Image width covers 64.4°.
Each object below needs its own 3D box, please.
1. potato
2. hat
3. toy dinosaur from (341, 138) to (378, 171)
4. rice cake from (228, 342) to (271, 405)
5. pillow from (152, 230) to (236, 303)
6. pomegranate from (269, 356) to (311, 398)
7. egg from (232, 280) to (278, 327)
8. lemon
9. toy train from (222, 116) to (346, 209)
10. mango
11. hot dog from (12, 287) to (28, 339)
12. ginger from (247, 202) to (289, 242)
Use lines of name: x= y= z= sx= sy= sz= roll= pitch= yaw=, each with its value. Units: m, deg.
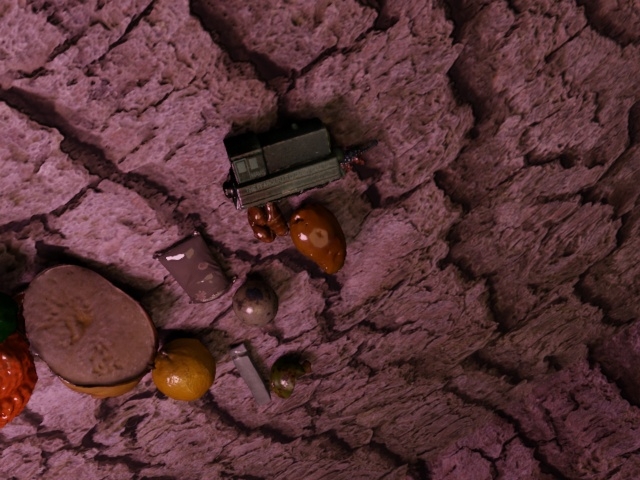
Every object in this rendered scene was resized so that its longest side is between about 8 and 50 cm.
potato: x=-0.665 y=0.289 z=1.407 sx=0.397 sy=0.290 sz=0.296 roll=35 pitch=138 yaw=-24
hat: x=-0.830 y=0.290 z=1.295 sx=0.285 sy=0.285 sz=0.400 roll=28 pitch=118 yaw=-36
toy dinosaur: x=0.093 y=-0.235 z=1.410 sx=0.154 sy=0.049 sz=0.055 roll=-30 pitch=129 yaw=9
rice cake: x=-0.250 y=0.488 z=1.843 sx=0.066 sy=0.063 sz=0.337 roll=-22 pitch=132 yaw=-8
pillow: x=-0.362 y=0.097 z=1.488 sx=0.169 sy=0.059 sz=0.255 roll=-25 pitch=133 yaw=2
pomegranate: x=-0.119 y=0.483 z=1.860 sx=0.169 sy=0.122 sz=0.143 roll=-45 pitch=173 yaw=-30
egg: x=-0.199 y=0.200 z=1.583 sx=0.141 sy=0.141 sz=0.182 roll=-22 pitch=149 yaw=-4
lemon: x=-0.434 y=0.410 z=1.621 sx=0.192 sy=0.192 sz=0.231 roll=-27 pitch=134 yaw=0
toy train: x=-0.100 y=-0.203 z=1.303 sx=0.330 sy=0.139 sz=0.178 roll=-19 pitch=127 yaw=-8
mango: x=0.000 y=0.000 z=1.492 sx=0.156 sy=0.151 sz=0.249 roll=-49 pitch=135 yaw=-27
hot dog: x=-0.796 y=0.207 z=1.403 sx=0.099 sy=0.053 sz=0.192 roll=-7 pitch=131 yaw=-24
ginger: x=-0.158 y=-0.063 z=1.435 sx=0.103 sy=0.073 sz=0.162 roll=-32 pitch=127 yaw=-13
